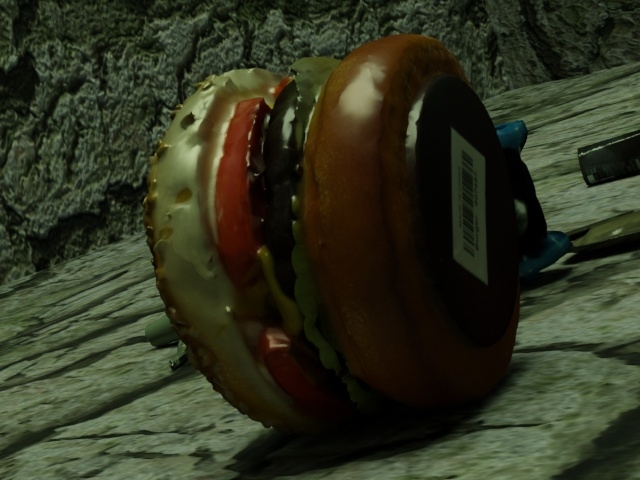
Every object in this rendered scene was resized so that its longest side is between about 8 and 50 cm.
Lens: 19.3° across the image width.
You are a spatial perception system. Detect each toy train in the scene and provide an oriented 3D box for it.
[{"bbox_3d":[0.109,-0.018,2.069,0.265,0.188,0.300,-23,10,-13],"label":"toy train"}]

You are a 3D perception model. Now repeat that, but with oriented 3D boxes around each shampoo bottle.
[{"bbox_3d":[0.461,-0.127,2.592,0.208,0.063,0.057,-16,-3,18],"label":"shampoo bottle"}]

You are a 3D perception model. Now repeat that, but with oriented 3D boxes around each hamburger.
[{"bbox_3d":[0.014,-0.001,1.585,0.250,0.330,0.330,-8,10,25],"label":"hamburger"}]

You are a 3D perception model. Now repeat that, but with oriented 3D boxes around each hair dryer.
[{"bbox_3d":[-0.170,0.119,2.249,0.167,0.067,0.199,-22,16,42],"label":"hair dryer"}]

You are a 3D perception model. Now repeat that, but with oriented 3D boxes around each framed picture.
[{"bbox_3d":[0.314,-0.013,2.171,0.089,0.006,0.066,-18,-9,-10],"label":"framed picture"}]

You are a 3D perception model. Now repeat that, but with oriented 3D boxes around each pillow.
[{"bbox_3d":[0.372,-0.022,2.060,0.217,0.033,0.130,-16,2,32],"label":"pillow"}]
